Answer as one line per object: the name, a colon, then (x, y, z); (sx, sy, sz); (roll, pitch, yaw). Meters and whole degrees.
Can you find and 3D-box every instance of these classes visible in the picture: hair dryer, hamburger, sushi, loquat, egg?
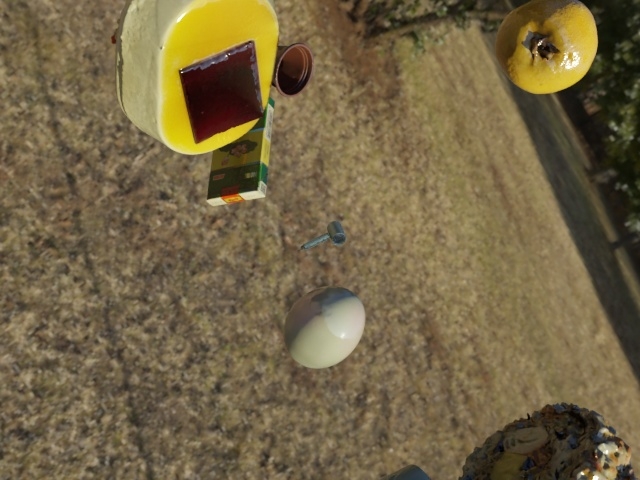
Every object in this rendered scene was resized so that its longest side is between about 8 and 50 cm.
hair dryer: (0.000, 0.000, 1.945); (0.063, 0.124, 0.038); (-111, 176, -58)
hamburger: (-0.170, -0.260, 1.091); (0.227, 0.295, 0.151); (-15, 49, -28)
sushi: (0.469, 0.522, 1.692); (0.176, 0.417, 0.417); (45, 23, -16)
loquat: (0.471, -0.409, 1.651); (0.208, 0.208, 0.208); (48, 22, -27)
egg: (0.005, 0.119, 1.090); (0.103, 0.135, 0.103); (25, 38, -21)

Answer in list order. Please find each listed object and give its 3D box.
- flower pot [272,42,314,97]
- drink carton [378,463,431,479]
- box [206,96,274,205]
flower pot: (-0.081, -0.348, 1.566); (0.089, 0.111, 0.111); (26, 0, 34)
drink carton: (0.139, 0.566, 1.626); (0.190, 0.191, 0.185); (-22, 56, -30)
box: (-0.169, -0.192, 1.675); (0.034, 0.132, 0.235); (41, 46, -54)
